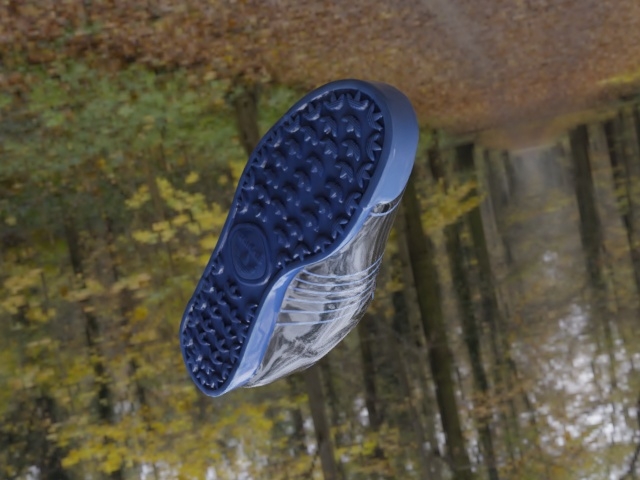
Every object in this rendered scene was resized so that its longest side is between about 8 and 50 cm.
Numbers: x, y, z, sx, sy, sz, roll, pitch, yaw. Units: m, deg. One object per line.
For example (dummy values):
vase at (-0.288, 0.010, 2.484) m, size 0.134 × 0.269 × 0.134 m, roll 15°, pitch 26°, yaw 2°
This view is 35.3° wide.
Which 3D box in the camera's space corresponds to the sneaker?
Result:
sneaker at (0.000, 0.000, 0.568) m, size 0.090 × 0.081 × 0.232 m, roll -11°, pitch 148°, yaw -42°
